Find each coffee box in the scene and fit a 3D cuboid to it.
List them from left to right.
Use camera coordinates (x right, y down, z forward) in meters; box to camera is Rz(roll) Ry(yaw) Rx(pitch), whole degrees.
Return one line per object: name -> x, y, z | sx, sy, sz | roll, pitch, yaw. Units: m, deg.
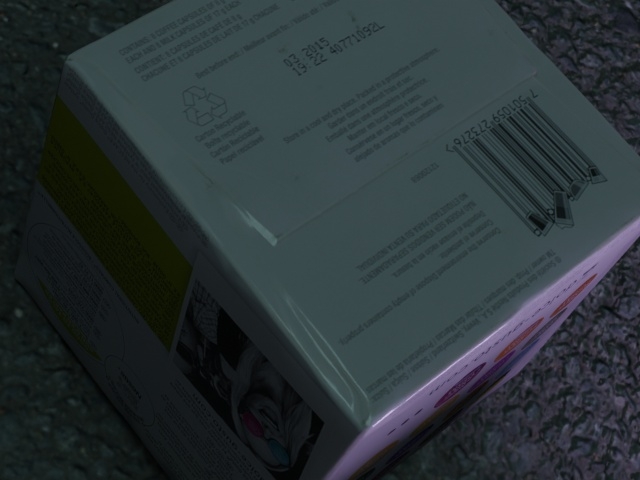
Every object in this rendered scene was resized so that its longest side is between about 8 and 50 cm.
coffee box -> 0.000, 0.000, 1.214 | 0.338, 0.334, 0.338 | -32, 74, -31
